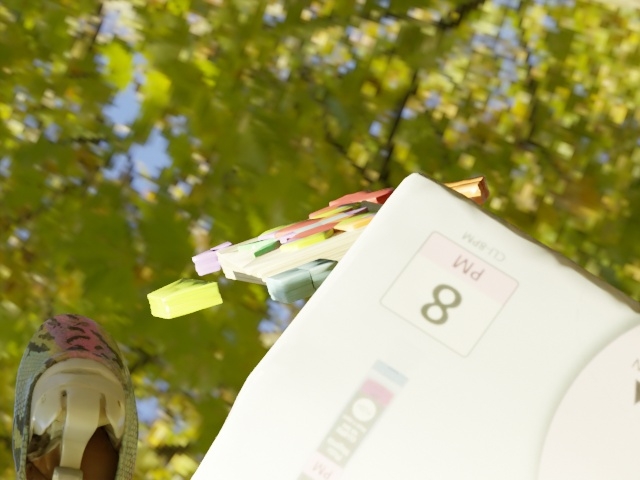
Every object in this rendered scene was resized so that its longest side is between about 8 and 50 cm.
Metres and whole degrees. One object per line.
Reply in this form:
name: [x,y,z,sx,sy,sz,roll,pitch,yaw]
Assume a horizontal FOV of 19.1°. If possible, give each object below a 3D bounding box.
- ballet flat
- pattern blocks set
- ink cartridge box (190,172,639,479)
ballet flat: [-0.146,0.138,1.107,0.077,0.079,0.221,6,-114,-6]
pattern blocks set: [0.000,0.000,1.490,0.285,0.325,0.026,-22,-81,-25]
ink cartridge box: [0.040,0.118,0.519,0.232,0.189,0.066,-51,-13,-28]
